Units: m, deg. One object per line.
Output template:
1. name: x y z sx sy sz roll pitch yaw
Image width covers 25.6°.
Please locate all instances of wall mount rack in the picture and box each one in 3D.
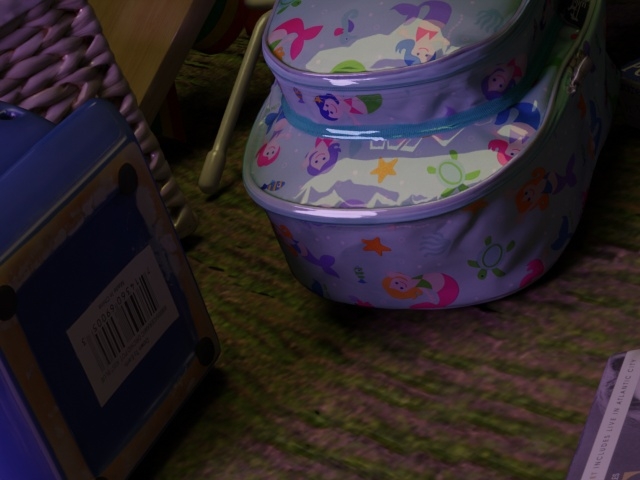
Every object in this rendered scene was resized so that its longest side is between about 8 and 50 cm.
1. wall mount rack: 0.047 -0.161 1.195 0.304 0.130 0.350 -37 26 -34

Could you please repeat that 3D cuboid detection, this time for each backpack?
1. backpack: 0.067 -0.084 0.903 0.225 0.191 0.253 2 53 26

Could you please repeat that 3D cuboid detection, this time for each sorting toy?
1. sorting toy: -0.184 -0.202 1.399 0.255 0.089 0.257 43 108 46

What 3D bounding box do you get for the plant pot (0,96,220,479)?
1. plant pot: -0.205 0.051 0.861 0.212 0.236 0.236 -1 33 31

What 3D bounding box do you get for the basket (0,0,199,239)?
1. basket: -0.336 -0.050 1.136 0.331 0.266 0.328 -37 26 -24

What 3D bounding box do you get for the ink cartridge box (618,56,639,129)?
1. ink cartridge box: 0.283 -0.093 0.904 0.097 0.046 0.207 -29 23 -11

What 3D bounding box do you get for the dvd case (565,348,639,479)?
1. dvd case: 0.215 0.091 0.616 0.221 0.018 0.164 -10 28 32

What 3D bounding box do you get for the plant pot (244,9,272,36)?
1. plant pot: 0.034 -0.412 1.586 0.267 0.235 0.267 -6 29 37
